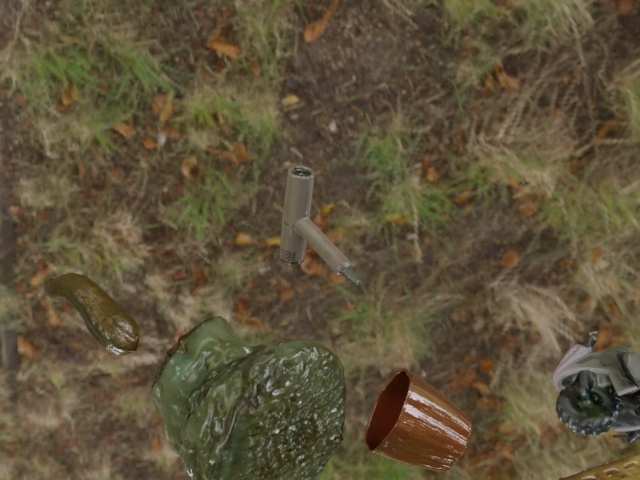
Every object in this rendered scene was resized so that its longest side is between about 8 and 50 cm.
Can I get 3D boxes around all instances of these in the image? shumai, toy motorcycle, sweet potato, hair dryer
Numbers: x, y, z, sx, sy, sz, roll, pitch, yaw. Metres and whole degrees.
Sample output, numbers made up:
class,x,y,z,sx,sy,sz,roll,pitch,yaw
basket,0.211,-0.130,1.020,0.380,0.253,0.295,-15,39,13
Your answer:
class,x,y,z,sx,sy,sz,roll,pitch,yaw
shumai,-0.161,0.316,1.849,0.324,0.323,0.398,-11,123,-47
toy motorcycle,0.538,0.232,1.661,0.326,0.188,0.143,-12,120,-10
sweet potato,-0.392,0.112,1.649,0.062,0.233,0.081,-12,131,-55
hair dryer,0.003,-0.009,1.805,0.053,0.220,0.195,-16,127,-33

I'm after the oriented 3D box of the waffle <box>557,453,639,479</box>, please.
class,x,y,z,sx,sy,sz,roll,pitch,yaw
waffle,0.582,0.493,1.762,0.327,0.224,0.098,-6,116,-35

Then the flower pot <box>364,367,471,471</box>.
class,x,y,z,sx,sy,sz,roll,pitch,yaw
flower pot,0.207,0.384,2.007,0.173,0.191,0.191,28,127,-8
